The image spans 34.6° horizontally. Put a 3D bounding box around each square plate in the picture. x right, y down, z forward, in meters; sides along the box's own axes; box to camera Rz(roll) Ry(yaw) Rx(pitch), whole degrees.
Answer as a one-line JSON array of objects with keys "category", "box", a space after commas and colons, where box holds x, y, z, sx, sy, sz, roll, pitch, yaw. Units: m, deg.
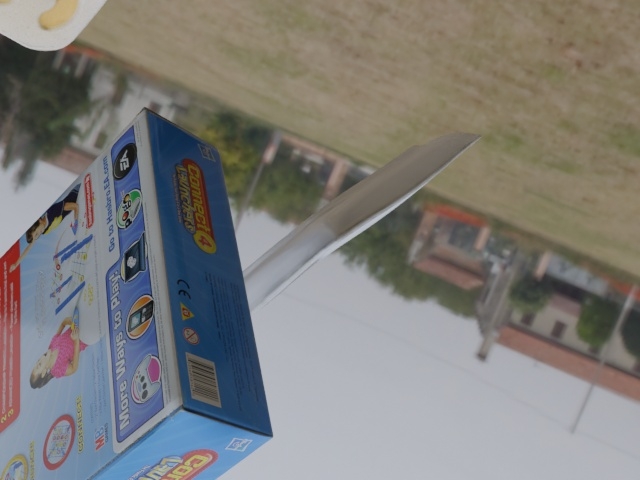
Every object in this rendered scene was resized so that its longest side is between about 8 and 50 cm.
[{"category": "square plate", "box": [0.000, 0.000, 1.256, 0.049, 0.347, 0.344, 53, -139, 1]}]

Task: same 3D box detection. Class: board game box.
[{"category": "board game box", "box": [-0.192, 0.099, 0.857, 0.086, 0.302, 0.308, 27, -145, -38]}]

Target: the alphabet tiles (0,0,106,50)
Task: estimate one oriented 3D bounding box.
[{"category": "alphabet tiles", "box": [-0.163, -0.178, 0.339, 0.278, 0.284, 0.021, 28, -145, -34]}]
